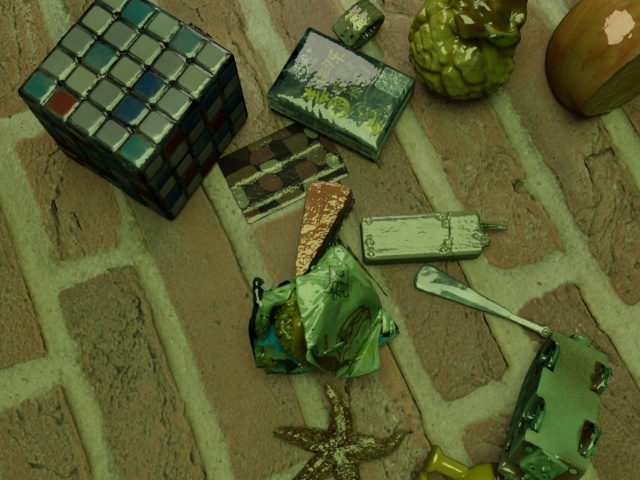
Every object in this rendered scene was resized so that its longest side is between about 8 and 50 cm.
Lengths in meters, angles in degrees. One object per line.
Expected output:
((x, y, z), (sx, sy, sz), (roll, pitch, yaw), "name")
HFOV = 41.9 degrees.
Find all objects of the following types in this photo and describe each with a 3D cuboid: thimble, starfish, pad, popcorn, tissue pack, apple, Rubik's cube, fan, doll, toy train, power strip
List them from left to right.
((-0.340, -0.257, 1.598), (0.292, 0.287, 0.293), (31, 77, 10), "Rubik's cube")
((-0.076, -0.149, 1.711), (0.235, 0.003, 0.158), (-26, 76, -6), "pad")
((0.029, 0.381, 1.534), (0.277, 0.062, 0.235), (-25, 75, -4), "starfish")
((0.043, -0.302, 1.710), (0.257, 0.081, 0.185), (28, 74, 8), "tissue pack")
((0.078, -0.450, 1.748), (0.062, 0.084, 0.110), (45, 65, 9), "thimble")
((0.223, -0.007, 1.642), (0.288, 0.053, 0.093), (-3, 73, 0), "power strip")
((0.294, -0.416, 1.665), (0.224, 0.270, 0.257), (22, 121, 10), "popcorn")
((0.314, 0.127, 1.621), (0.282, 0.023, 0.057), (27, 75, 9), "fan")
((0.342, 0.483, 1.460), (0.363, 0.145, 0.199), (27, 91, 4), "doll")
((0.416, 0.299, 1.468), (0.129, 0.159, 0.326), (28, 42, 6), "toy train")
((0.613, -0.396, 1.673), (0.309, 0.314, 0.252), (-23, 117, -6), "apple")

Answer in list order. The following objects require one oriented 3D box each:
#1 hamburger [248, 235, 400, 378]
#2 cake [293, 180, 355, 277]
((0.012, 0.156, 1.505), (0.276, 0.150, 0.260), (-29, 121, -19), "hamburger")
((-0.019, -0.009, 1.616), (0.090, 0.109, 0.225), (25, 76, 8), "cake")
